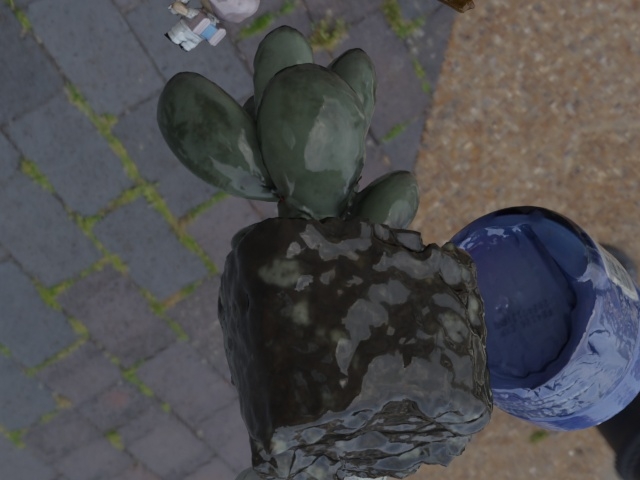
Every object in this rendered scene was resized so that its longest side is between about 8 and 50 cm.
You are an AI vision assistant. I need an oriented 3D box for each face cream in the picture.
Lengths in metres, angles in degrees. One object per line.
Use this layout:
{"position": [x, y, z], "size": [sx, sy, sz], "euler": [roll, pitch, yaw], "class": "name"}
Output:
{"position": [0.278, 0.102, 1.379], "size": [0.249, 0.249, 0.225], "euler": [-43, 141, 12], "class": "face cream"}

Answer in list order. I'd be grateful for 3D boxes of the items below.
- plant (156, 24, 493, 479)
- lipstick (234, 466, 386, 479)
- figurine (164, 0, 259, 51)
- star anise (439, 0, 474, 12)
{"position": [0.002, 0.001, 0.623], "size": [0.146, 0.274, 0.149], "euler": [-3, 148, -26], "class": "plant"}
{"position": [-0.018, 0.225, 1.006], "size": [0.059, 0.059, 0.264], "euler": [-4, 165, -25], "class": "lipstick"}
{"position": [-0.180, -0.426, 1.922], "size": [0.229, 0.112, 0.137], "euler": [-40, 136, 15], "class": "figurine"}
{"position": [0.071, -0.271, 0.923], "size": [0.196, 0.212, 0.111], "euler": [58, 49, -31], "class": "star anise"}
